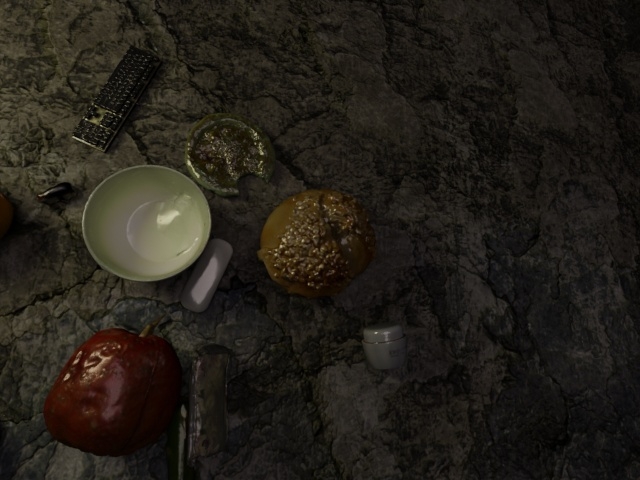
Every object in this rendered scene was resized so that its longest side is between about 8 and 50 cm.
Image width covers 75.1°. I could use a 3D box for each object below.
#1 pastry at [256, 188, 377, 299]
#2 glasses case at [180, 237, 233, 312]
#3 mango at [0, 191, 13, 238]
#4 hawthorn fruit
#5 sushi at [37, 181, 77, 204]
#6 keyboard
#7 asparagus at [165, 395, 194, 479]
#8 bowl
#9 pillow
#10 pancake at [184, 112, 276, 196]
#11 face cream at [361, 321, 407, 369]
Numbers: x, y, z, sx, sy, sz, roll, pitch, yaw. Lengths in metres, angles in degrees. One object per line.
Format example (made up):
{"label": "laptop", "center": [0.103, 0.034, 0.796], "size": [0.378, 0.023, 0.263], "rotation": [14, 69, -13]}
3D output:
{"label": "pastry", "center": [0.000, 0.000, 1.069], "size": [0.315, 0.184, 0.285], "rotation": [-28, 84, -18]}
{"label": "glasses case", "center": [-0.285, 0.086, 1.049], "size": [0.074, 0.049, 0.194], "rotation": [24, 73, -7]}
{"label": "mango", "center": [-0.836, -0.054, 0.899], "size": [0.290, 0.160, 0.191], "rotation": [-21, 89, -8]}
{"label": "hawthorn fruit", "center": [-0.422, 0.311, 0.866], "size": [0.258, 0.258, 0.262], "rotation": [11, 102, -11]}
{"label": "sushi", "center": [-0.639, -0.111, 1.011], "size": [0.083, 0.046, 0.044], "rotation": [-27, 85, -19]}
{"label": "keyboard", "center": [-0.536, -0.384, 1.113], "size": [0.106, 0.027, 0.317], "rotation": [23, 72, -7]}
{"label": "asparagus", "center": [-0.314, 0.500, 0.939], "size": [0.067, 0.060, 0.278], "rotation": [0, 77, -24]}
{"label": "bowl", "center": [-0.402, -0.029, 0.999], "size": [0.276, 0.145, 0.277], "rotation": [3, 78, -13]}
{"label": "pillow", "center": [-0.259, 0.365, 0.948], "size": [0.059, 0.169, 0.255], "rotation": [-5, 77, 16]}
{"label": "pancake", "center": [-0.249, -0.240, 1.143], "size": [0.253, 0.037, 0.254], "rotation": [3, 77, -13]}
{"label": "face cream", "center": [0.167, 0.271, 1.082], "size": [0.117, 0.117, 0.104], "rotation": [-8, 88, -15]}
